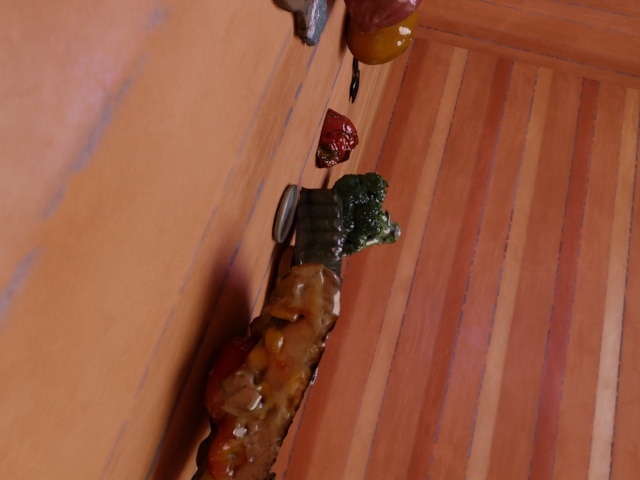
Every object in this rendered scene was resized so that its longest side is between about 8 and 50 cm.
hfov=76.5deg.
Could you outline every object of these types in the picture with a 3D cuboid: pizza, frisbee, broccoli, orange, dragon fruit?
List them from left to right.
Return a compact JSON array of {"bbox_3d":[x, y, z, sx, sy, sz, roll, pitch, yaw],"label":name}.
[{"bbox_3d":[-0.111,0.240,0.538,0.439,0.130,0.405,117,-5,-56],"label":"pizza"},{"bbox_3d":[-0.062,-0.049,0.732,0.110,0.014,0.110,15,90,-85],"label":"frisbee"},{"bbox_3d":[0.039,-0.212,0.943,0.162,0.083,0.106,97,13,-72],"label":"dragon fruit"},{"bbox_3d":[0.120,-0.070,1.207,0.270,0.270,0.269,-48,-151,38],"label":"broccoli"},{"bbox_3d":[0.124,-0.436,0.819,0.159,0.136,0.158,19,90,-86],"label":"orange"}]

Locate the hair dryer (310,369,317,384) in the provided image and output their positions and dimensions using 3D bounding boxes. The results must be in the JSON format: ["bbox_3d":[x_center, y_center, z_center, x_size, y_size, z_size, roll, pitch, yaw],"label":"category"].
[{"bbox_3d":[-0.081,0.296,1.108,0.073,0.131,0.236,-62,154,-52],"label":"hair dryer"}]

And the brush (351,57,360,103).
[{"bbox_3d":[0.098,-0.453,1.126,0.193,0.016,0.062,79,27,-79],"label":"brush"}]

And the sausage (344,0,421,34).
[{"bbox_3d":[0.102,-0.433,0.584,0.148,0.148,0.254,-49,155,-77],"label":"sausage"}]

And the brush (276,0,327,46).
[{"bbox_3d":[-0.023,-0.268,0.467,0.196,0.021,0.070,-55,161,-67],"label":"brush"}]

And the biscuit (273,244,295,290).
[{"bbox_3d":[-0.079,0.114,0.879,0.280,0.043,0.183,103,2,-47],"label":"biscuit"}]

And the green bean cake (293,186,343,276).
[{"bbox_3d":[0.000,0.000,0.839,0.173,0.094,0.181,88,3,-66],"label":"green bean cake"}]
